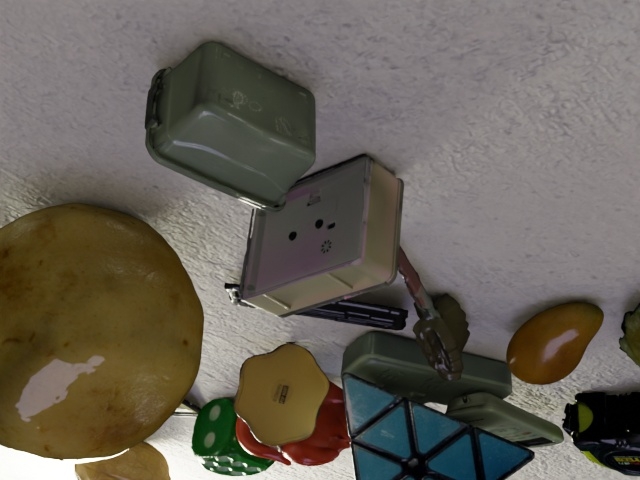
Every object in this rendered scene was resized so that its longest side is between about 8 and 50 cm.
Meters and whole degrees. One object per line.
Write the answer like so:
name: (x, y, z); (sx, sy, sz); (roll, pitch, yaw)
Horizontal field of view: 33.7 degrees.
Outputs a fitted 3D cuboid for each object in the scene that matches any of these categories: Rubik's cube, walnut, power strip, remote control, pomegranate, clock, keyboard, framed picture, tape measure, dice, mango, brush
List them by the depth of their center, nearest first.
clock: (0.000, 0.000, 1.227); (0.192, 0.147, 0.071); (-21, 142, 40)
pomegranate: (-0.316, 0.118, 1.346); (0.333, 0.332, 0.332); (5, 152, 3)
brush: (0.148, 0.090, 1.452); (0.071, 0.084, 0.301); (-6, 142, 21)
mango: (0.331, 0.147, 1.504); (0.102, 0.084, 0.184); (14, 146, -15)
keyboard: (-0.005, 0.093, 1.514); (0.262, 0.016, 0.106); (9, 161, 4)
Rubik's cube: (0.153, 0.340, 1.652); (0.229, 0.233, 0.228); (-9, 137, -28)
power strip: (0.158, 0.228, 1.716); (0.265, 0.059, 0.193); (14, 151, -16)
remote control: (0.309, 0.302, 1.749); (0.090, 0.038, 0.309); (-18, 151, 30)
tape measure: (0.523, 0.323, 1.769); (0.199, 0.112, 0.186); (-6, 143, 33)
dice: (-0.157, 0.371, 1.985); (0.131, 0.120, 0.128); (-20, 141, 38)
framed picture: (-0.331, 0.310, 2.000); (0.195, 0.010, 0.199); (0, 159, 15)
walnut: (-0.419, 0.493, 2.236); (0.207, 0.159, 0.159); (12, 152, -8)

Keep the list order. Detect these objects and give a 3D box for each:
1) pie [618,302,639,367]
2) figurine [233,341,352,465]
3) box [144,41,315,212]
pie: (0.593, 0.148, 1.461); (0.371, 0.078, 0.296); (11, 151, -6)
figurine: (-0.045, 0.296, 1.775); (0.208, 0.181, 0.257); (-23, 159, -6)
box: (-0.081, -0.118, 1.060); (0.172, 0.124, 0.093); (23, 138, -31)
